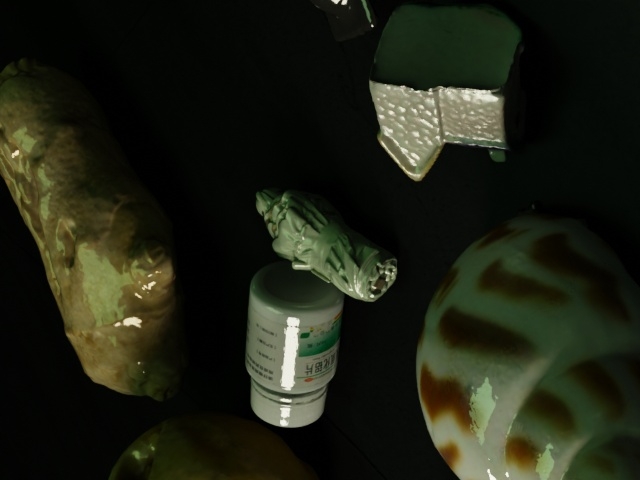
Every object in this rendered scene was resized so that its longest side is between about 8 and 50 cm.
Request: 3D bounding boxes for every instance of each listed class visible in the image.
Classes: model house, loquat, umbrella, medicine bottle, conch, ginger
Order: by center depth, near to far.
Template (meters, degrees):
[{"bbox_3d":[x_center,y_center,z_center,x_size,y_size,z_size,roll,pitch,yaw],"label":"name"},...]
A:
[{"bbox_3d":[0.154,0.107,1.182,0.275,0.148,0.183,42,142,38],"label":"conch"},{"bbox_3d":[0.097,-0.102,1.225,0.100,0.088,0.100,6,142,20],"label":"model house"},{"bbox_3d":[0.000,0.000,1.422,0.143,0.062,0.067,38,167,29],"label":"umbrella"},{"bbox_3d":[-0.023,0.089,1.482,0.080,0.080,0.130,36,135,39],"label":"medicine bottle"},{"bbox_3d":[-0.098,0.259,1.575,0.213,0.213,0.213,30,130,43],"label":"loquat"},{"bbox_3d":[-0.216,-0.013,1.657,0.354,0.126,0.190,62,151,8],"label":"ginger"}]

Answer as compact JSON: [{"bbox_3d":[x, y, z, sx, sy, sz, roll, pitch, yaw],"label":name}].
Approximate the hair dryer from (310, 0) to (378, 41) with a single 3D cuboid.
[{"bbox_3d":[-0.041,-0.236,1.362,0.248,0.078,0.196,-10,99,65],"label":"hair dryer"}]
